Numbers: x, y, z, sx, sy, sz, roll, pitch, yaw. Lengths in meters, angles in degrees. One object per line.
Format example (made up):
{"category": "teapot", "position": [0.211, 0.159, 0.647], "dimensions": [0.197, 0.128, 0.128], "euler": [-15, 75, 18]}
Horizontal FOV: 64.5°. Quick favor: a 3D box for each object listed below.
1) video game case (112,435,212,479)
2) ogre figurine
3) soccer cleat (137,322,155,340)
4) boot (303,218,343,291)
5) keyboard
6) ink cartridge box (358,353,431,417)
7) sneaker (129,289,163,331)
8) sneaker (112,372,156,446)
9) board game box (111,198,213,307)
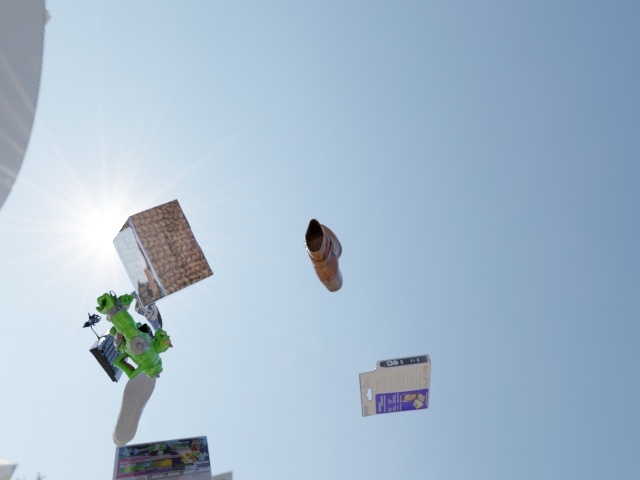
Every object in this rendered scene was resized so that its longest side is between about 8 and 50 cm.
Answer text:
{"category": "video game case", "position": [-0.337, 0.497, 1.086], "dimensions": [0.183, 0.202, 0.023], "euler": [-132, -136, -64]}
{"category": "ogre figurine", "position": [-0.329, 0.178, 0.897], "dimensions": [0.118, 0.097, 0.197], "euler": [44, -45, 24]}
{"category": "soccer cleat", "position": [-0.530, 0.290, 1.535], "dimensions": [0.060, 0.179, 0.072], "euler": [41, -93, 24]}
{"category": "boot", "position": [0.000, 0.000, 1.113], "dimensions": [0.073, 0.197, 0.152], "euler": [-22, -42, 4]}
{"category": "keyboard", "position": [-0.641, 0.304, 1.514], "dimensions": [0.201, 0.033, 0.317], "euler": [57, -14, -9]}
{"category": "ink cartridge box", "position": [0.216, 0.429, 1.488], "dimensions": [0.209, 0.045, 0.206], "euler": [-7, -55, -2]}
{"category": "sneaker", "position": [-0.709, 0.285, 2.067], "dimensions": [0.080, 0.081, 0.211], "euler": [0, -67, 55]}
{"category": "sneaker", "position": [-0.720, 0.633, 1.936], "dimensions": [0.108, 0.292, 0.169], "euler": [24, -37, -15]}
{"category": "board game box", "position": [-0.459, 0.047, 1.447], "dimensions": [0.291, 0.141, 0.232], "euler": [-25, -89, 57]}
